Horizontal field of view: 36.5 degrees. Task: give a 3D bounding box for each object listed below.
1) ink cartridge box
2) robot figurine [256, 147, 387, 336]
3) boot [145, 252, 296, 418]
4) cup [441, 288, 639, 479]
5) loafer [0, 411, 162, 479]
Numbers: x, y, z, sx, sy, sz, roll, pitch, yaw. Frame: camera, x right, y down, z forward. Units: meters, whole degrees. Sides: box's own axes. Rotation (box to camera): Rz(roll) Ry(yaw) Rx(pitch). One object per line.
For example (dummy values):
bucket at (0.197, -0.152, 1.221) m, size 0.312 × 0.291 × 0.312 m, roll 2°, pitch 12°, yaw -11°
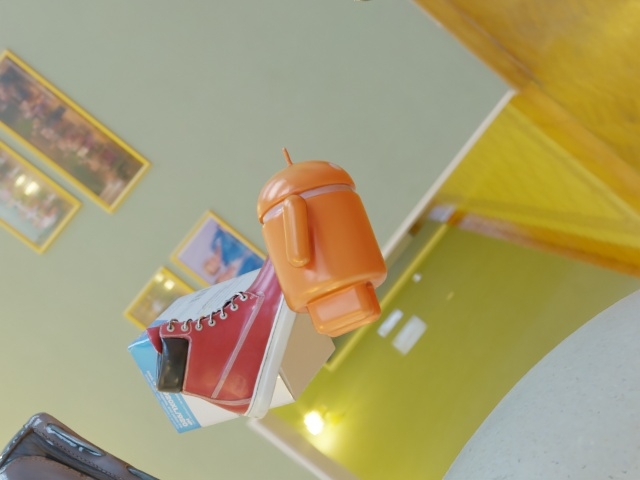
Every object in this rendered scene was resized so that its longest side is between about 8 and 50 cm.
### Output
ink cartridge box at (-0.132, 0.163, 1.495) m, size 0.168 × 0.232 × 0.171 m, roll 63°, pitch -150°, yaw -12°
robot figurine at (0.000, -0.001, 1.140) m, size 0.158 × 0.128 × 0.220 m, roll -7°, pitch -110°, yaw -39°
boot at (-0.125, 0.090, 1.255) m, size 0.176 × 0.244 × 0.088 m, roll 18°, pitch 168°, yaw -11°
cup at (0.202, 0.216, 0.645) m, size 0.331 × 0.236 × 0.331 m, roll 52°, pitch 152°, yaw 43°
loafer at (-0.070, 0.169, 0.573) m, size 0.267 × 0.084 × 0.096 m, roll 16°, pitch 143°, yaw 2°
